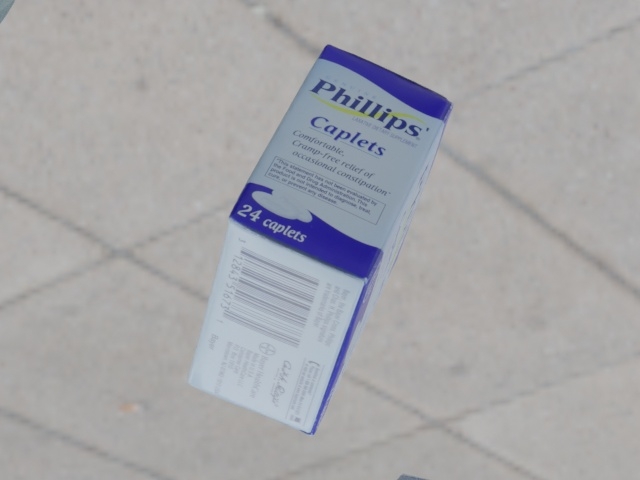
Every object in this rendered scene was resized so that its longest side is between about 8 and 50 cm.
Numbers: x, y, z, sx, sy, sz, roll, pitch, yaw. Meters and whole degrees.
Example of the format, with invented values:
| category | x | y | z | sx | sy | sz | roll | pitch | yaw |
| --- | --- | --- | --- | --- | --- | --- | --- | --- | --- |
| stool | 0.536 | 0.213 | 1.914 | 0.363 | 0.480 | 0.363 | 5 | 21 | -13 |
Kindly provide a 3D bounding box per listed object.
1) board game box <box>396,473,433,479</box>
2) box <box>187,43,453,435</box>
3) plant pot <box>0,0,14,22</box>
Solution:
| category | x | y | z | sx | sy | sz | roll | pitch | yaw |
| --- | --- | --- | --- | --- | --- | --- | --- | --- | --- |
| board game box | 0.057 | 0.233 | 0.608 | 0.318 | 0.319 | 0.066 | 4 | 134 | 49 |
| box | 0.000 | 0.000 | 0.884 | 0.072 | 0.137 | 0.126 | 23 | 138 | 4 |
| plant pot | -0.201 | -0.256 | 0.874 | 0.334 | 0.341 | 0.341 | -25 | 145 | 35 |
